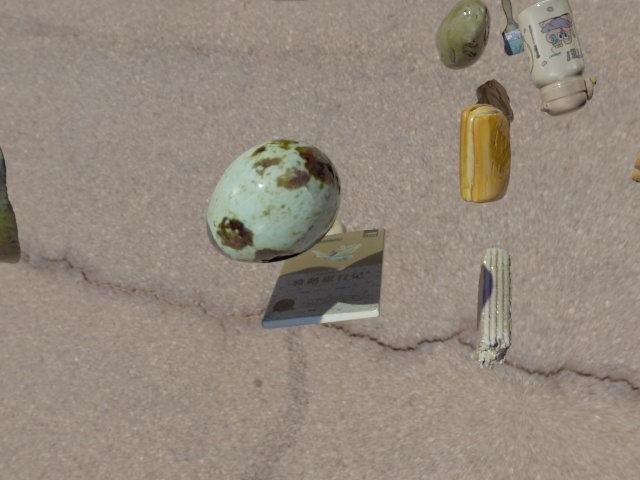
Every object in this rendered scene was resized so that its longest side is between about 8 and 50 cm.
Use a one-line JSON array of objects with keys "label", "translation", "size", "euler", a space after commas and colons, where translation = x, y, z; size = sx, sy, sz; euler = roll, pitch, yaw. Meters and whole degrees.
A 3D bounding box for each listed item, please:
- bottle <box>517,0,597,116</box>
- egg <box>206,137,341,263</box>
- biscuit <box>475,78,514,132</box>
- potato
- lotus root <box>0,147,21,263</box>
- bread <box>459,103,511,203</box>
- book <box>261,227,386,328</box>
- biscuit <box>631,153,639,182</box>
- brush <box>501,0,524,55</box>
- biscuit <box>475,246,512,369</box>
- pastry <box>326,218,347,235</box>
[{"label": "bottle", "translation": [0.452, -0.343, 1.125], "size": [0.110, 0.097, 0.209], "euler": [-15, 91, 4]}, {"label": "egg", "translation": [-0.074, -0.050, 0.865], "size": [0.231, 0.169, 0.169], "euler": [-31, 66, 30]}, {"label": "biscuit", "translation": [0.496, -0.377, 1.683], "size": [0.040, 0.144, 0.236], "euler": [-26, 32, 45]}, {"label": "potato", "translation": [0.419, -0.603, 1.726], "size": [0.160, 0.235, 0.178], "euler": [-7, 80, 1]}, {"label": "lotus root", "translation": [-0.417, -0.062, 0.683], "size": [0.183, 0.078, 0.204], "euler": [48, 138, 28]}, {"label": "bread", "translation": [0.338, -0.177, 1.211], "size": [0.077, 0.116, 0.200], "euler": [14, 110, 54]}, {"label": "book", "translation": [0.018, 0.066, 1.172], "size": [0.216, 0.310, 0.021], "euler": [-8, 117, 13]}, {"label": "biscuit", "translation": [0.680, -0.212, 1.152], "size": [0.047, 0.339, 0.216], "euler": [31, 101, 24]}, {"label": "brush", "translation": [0.556, -0.638, 1.732], "size": [0.070, 0.196, 0.021], "euler": [-16, 32, 17]}, {"label": "biscuit", "translation": [0.361, 0.139, 1.234], "size": [0.061, 0.108, 0.239], "euler": [6, 56, 10]}, {"label": "pastry", "translation": [0.000, 0.000, 1.629], "size": [0.156, 0.092, 0.156], "euler": [-13, 32, 8]}]
